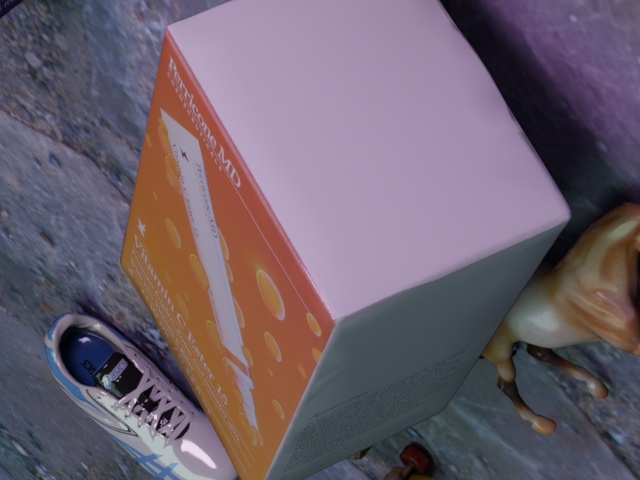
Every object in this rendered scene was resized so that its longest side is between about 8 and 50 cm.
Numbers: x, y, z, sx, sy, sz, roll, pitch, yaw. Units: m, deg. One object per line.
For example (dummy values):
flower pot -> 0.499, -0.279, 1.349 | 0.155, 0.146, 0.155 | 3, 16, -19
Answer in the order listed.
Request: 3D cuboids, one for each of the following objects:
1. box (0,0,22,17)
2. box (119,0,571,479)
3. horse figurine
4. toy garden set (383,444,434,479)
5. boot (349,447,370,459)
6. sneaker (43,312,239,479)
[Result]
box -> -0.228, -0.270, 1.333 | 0.108, 0.153, 0.207 | 35, 149, 16
box -> 0.000, 0.000, 1.289 | 0.215, 0.168, 0.345 | 59, 159, 18
horse figurine -> 0.171, 0.058, 1.341 | 0.263, 0.066, 0.174 | -8, 129, 51
toy garden set -> 0.024, 0.296, 1.703 | 0.049, 0.204, 0.244 | 37, 159, 12
boot -> -0.039, 0.078, 1.592 | 0.207, 0.090, 0.248 | 33, 153, 13
sneaker -> -0.172, 0.156, 1.858 | 0.237, 0.085, 0.086 | 37, 168, 15
